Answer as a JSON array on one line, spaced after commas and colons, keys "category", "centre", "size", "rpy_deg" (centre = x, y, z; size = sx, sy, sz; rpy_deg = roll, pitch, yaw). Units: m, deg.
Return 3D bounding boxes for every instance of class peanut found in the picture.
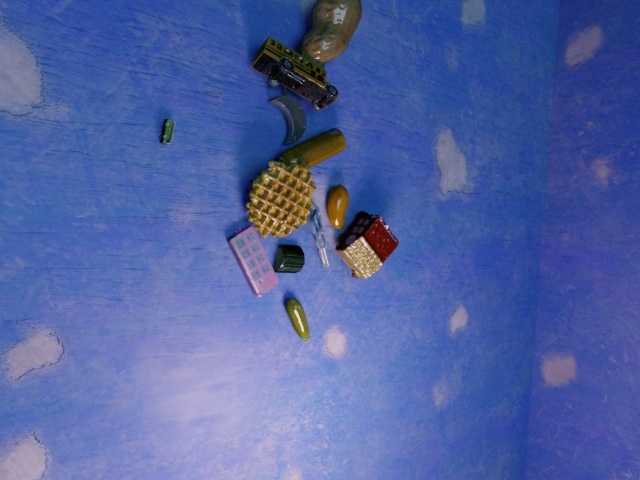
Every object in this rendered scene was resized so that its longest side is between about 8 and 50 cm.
[{"category": "peanut", "centre": [0.039, -0.843, 1.881], "size": [0.192, 0.169, 0.388], "rpy_deg": [36, 73, -42]}]

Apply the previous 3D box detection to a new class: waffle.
[{"category": "waffle", "centre": [-0.140, -0.148, 1.801], "size": [0.329, 0.062, 0.330], "rpy_deg": [-16, 121, -28]}]

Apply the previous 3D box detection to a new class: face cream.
[{"category": "face cream", "centre": [-0.054, -0.340, 1.886], "size": [0.348, 0.105, 0.105], "rpy_deg": [-32, 111, -31]}]

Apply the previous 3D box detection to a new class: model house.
[{"category": "model house", "centre": [0.187, 0.029, 2.056], "size": [0.254, 0.160, 0.196], "rpy_deg": [-52, 121, -21]}]

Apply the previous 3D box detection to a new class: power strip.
[{"category": "power strip", "centre": [-0.124, -0.491, 1.862], "size": [0.137, 0.044, 0.216], "rpy_deg": [-27, 109, -33]}, {"category": "power strip", "centre": [-0.254, 0.079, 1.805], "size": [0.109, 0.037, 0.279], "rpy_deg": [-35, 112, -30]}]

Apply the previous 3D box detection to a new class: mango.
[{"category": "mango", "centre": [0.072, -0.144, 2.013], "size": [0.098, 0.075, 0.191], "rpy_deg": [2, 98, -28]}]

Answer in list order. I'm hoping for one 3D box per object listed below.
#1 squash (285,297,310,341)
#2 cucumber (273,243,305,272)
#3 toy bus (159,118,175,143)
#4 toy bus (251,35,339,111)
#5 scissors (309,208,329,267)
[{"category": "squash", "centre": [-0.087, 0.322, 1.926], "size": [0.066, 0.066, 0.201], "rpy_deg": [-32, 111, -31]}, {"category": "cucumber", "centre": [-0.124, 0.075, 1.889], "size": [0.115, 0.062, 0.117], "rpy_deg": [6, 91, -40]}, {"category": "toy bus", "centre": [-0.513, -0.363, 1.591], "size": [0.037, 0.031, 0.084], "rpy_deg": [13, 85, -46]}, {"category": "toy bus", "centre": [-0.087, -0.628, 1.805], "size": [0.335, 0.121, 0.123], "rpy_deg": [22, 64, -26]}, {"category": "scissors", "centre": [0.000, 0.000, 1.974], "size": [0.125, 0.030, 0.256], "rpy_deg": [-66, 147, -62]}]
